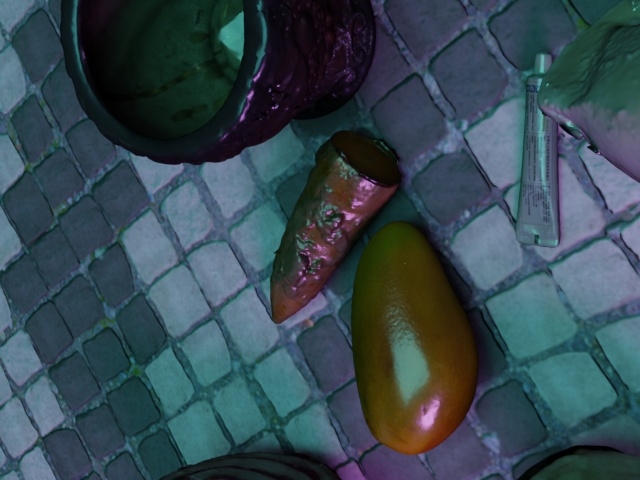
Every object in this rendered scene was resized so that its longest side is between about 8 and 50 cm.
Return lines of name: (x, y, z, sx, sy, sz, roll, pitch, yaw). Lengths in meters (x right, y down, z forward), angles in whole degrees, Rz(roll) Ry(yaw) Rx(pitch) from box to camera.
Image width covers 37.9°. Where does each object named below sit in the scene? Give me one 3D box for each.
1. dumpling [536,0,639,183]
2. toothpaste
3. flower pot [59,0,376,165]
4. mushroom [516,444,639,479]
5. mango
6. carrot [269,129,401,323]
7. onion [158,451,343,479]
dumpling: (0.334, -0.147, 0.804, 0.243, 0.175, 0.227, 31, 84, 9)
toothpaste: (0.222, -0.091, 0.945, 0.048, 0.029, 0.197, 7, 105, 33)
flower pot: (-0.085, -0.219, 0.973, 0.266, 0.267, 0.267, 7, 103, 30)
mushroom: (0.312, 0.334, 0.849, 0.247, 0.130, 0.344, -40, 76, -9)
mango: (0.100, 0.104, 1.006, 0.138, 0.113, 0.253, -6, 88, 36)
carrot: (0.000, 0.000, 1.070, 0.102, 0.102, 0.263, 42, 123, 19)
onion: (-0.050, 0.383, 1.137, 0.314, 0.146, 0.280, -1, 112, 23)
